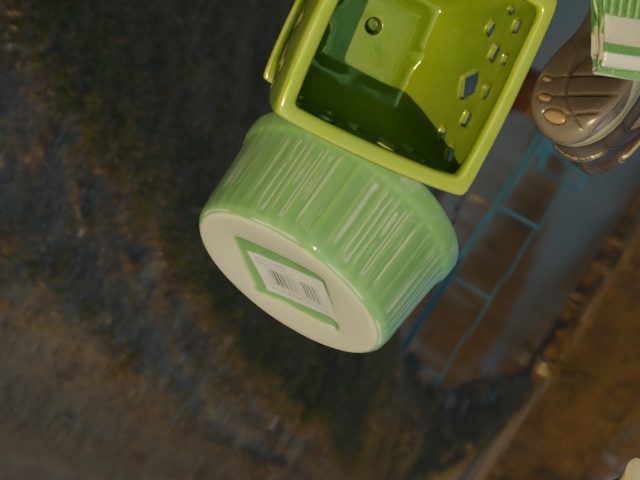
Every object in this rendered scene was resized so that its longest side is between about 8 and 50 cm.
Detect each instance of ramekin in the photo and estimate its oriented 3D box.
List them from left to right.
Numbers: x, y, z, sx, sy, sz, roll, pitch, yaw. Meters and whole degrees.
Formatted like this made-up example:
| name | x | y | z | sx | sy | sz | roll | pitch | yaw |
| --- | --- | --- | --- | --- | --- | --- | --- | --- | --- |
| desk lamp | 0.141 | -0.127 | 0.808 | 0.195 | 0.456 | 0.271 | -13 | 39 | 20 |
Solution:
| name | x | y | z | sx | sy | sz | roll | pitch | yaw |
| --- | --- | --- | --- | --- | --- | --- | --- | --- | --- |
| ramekin | 0.000 | 0.000 | 1.504 | 0.148 | 0.303 | 0.303 | -54 | 166 | -22 |

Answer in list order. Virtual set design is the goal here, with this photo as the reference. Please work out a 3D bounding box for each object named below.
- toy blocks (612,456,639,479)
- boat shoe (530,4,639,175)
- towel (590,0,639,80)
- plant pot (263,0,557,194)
| name | x | y | z | sx | sy | sz | roll | pitch | yaw |
| --- | --- | --- | --- | --- | --- | --- | --- | --- | --- |
| toy blocks | 0.502 | 0.333 | 1.433 | 0.288 | 0.309 | 0.260 | -38 | 156 | -22 |
| boat shoe | 0.362 | -0.220 | 1.369 | 0.355 | 0.132 | 0.130 | -48 | 138 | -12 |
| towel | 0.360 | -0.297 | 1.163 | 0.038 | 0.247 | 0.325 | 140 | -47 | -72 |
| plant pot | 0.075 | -0.207 | 1.305 | 0.228 | 0.227 | 0.207 | -64 | -162 | 10 |
